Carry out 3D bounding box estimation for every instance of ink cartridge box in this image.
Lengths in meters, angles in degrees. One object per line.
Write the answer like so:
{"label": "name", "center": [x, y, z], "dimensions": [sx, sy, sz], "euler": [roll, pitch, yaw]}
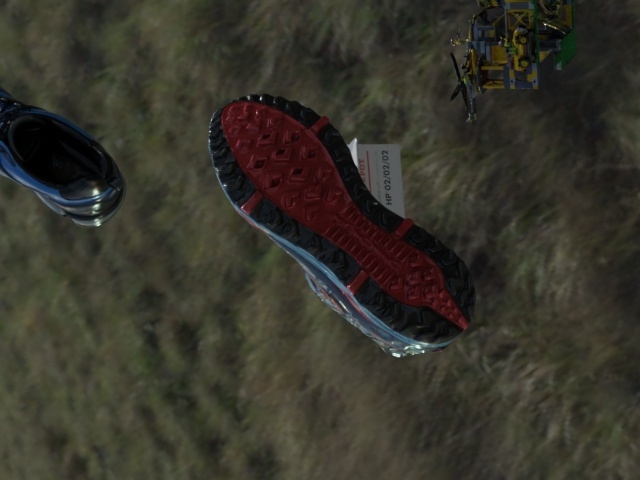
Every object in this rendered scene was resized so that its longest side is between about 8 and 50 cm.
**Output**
{"label": "ink cartridge box", "center": [0.047, -0.042, 1.252], "dimensions": [0.181, 0.062, 0.104], "euler": [142, 125, -74]}

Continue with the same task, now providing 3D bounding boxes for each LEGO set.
{"label": "LEGO set", "center": [0.285, -0.362, 1.861], "dimensions": [0.192, 0.331, 0.255], "euler": [4, 123, 25]}

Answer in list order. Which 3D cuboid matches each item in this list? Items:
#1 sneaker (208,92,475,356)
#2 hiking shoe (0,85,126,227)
{"label": "sneaker", "center": [0.000, 0.000, 0.923], "dimensions": [0.262, 0.104, 0.125], "euler": [47, 157, 9]}
{"label": "hiking shoe", "center": [-0.352, -0.127, 1.286], "dimensions": [0.304, 0.113, 0.132], "euler": [24, 161, -5]}
